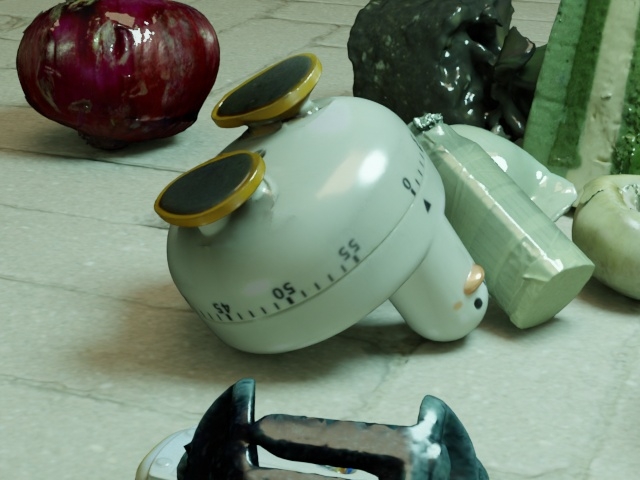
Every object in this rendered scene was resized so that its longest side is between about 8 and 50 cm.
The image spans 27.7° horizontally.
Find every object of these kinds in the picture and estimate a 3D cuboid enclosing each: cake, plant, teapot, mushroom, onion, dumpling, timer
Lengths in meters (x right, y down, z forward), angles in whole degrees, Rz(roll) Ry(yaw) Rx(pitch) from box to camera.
[{"bbox_3d":[0.292,-0.159,1.338,0.172,0.283,0.158,-35,38,-31],"label":"cake"},{"bbox_3d":[0.181,-0.212,1.569,0.276,0.188,0.199,13,25,29],"label":"plant"},{"bbox_3d":[0.131,-0.011,1.124,0.077,0.107,0.200,-10,51,-46],"label":"teapot"},{"bbox_3d":[0.300,-0.013,1.154,0.154,0.122,0.154,10,21,-4],"label":"mushroom"},{"bbox_3d":[-0.240,-0.201,1.539,0.247,0.190,0.246,2,0,0],"label":"onion"},{"bbox_3d":[0.127,-0.032,1.233,0.151,0.124,0.229,-49,37,-15],"label":"dumpling"},{"bbox_3d":[0.000,0.000,1.063,0.234,0.240,0.233,-27,29,17],"label":"timer"}]

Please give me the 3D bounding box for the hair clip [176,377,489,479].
[{"bbox_3d":[-0.005,0.194,0.503,0.195,0.206,0.310,8,17,5],"label":"hair clip"}]

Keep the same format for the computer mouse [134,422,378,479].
[{"bbox_3d":[-0.017,0.161,0.800,0.199,0.044,0.102,8,22,20],"label":"computer mouse"}]
